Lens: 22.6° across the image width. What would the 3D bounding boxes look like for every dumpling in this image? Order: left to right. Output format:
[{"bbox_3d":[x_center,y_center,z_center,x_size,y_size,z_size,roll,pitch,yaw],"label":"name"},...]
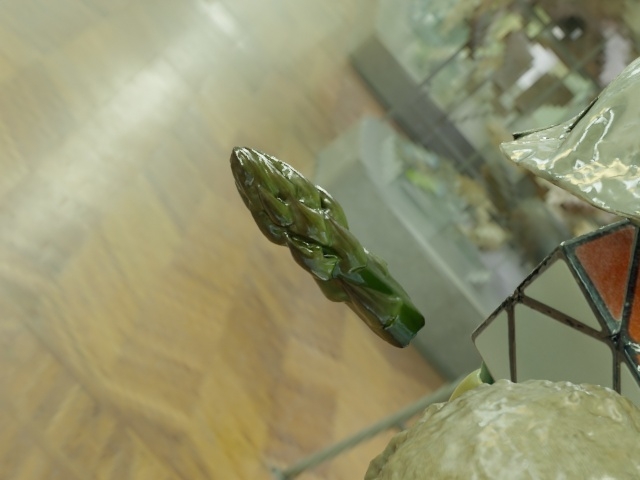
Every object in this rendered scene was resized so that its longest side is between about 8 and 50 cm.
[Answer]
[{"bbox_3d":[0.326,-0.070,1.270,0.341,0.181,0.260,18,19,-1],"label":"dumpling"}]

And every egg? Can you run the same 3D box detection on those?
[{"bbox_3d":[0.144,0.245,1.190,0.279,0.310,0.279,40,14,-12],"label":"egg"}]

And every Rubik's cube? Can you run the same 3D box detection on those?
[{"bbox_3d":[0.300,0.103,1.485,0.205,0.205,0.207,-21,71,-30],"label":"Rubik's cube"}]

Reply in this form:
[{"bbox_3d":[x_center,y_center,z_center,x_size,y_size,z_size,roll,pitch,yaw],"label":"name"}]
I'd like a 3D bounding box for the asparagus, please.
[{"bbox_3d":[0.000,0.000,1.547,0.287,0.080,0.080,45,12,-34],"label":"asparagus"}]

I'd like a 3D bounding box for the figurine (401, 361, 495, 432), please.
[{"bbox_3d":[0.145,0.279,1.781,0.124,0.324,0.222,20,-33,26],"label":"figurine"}]
